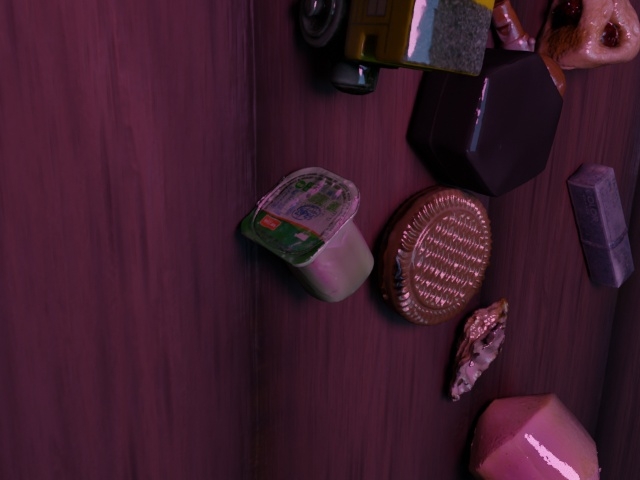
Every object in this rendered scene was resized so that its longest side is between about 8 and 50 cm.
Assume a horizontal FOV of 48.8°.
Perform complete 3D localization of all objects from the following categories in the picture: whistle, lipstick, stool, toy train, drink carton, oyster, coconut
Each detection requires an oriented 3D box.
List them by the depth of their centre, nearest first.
[{"bbox_3d":[0.115,-0.390,0.845,0.179,0.272,0.441,-1,106,-35],"label":"toy train"},{"bbox_3d":[0.000,0.000,0.987,0.144,0.146,0.142,-47,137,-15],"label":"drink carton"},{"bbox_3d":[0.263,-0.189,1.118,0.232,0.141,0.232,-14,113,-35],"label":"stool"},{"bbox_3d":[0.340,-0.299,1.176,0.057,0.107,0.220,-45,113,-27],"label":"whistle"},{"bbox_3d":[0.286,0.212,1.335,0.133,0.072,0.209,-24,139,-37],"label":"oyster"},{"bbox_3d":[0.419,0.423,1.406,0.233,0.245,0.233,-34,160,-14],"label":"coconut"},{"bbox_3d":[0.588,-0.029,1.472,0.076,0.077,0.289,-42,126,-19],"label":"lipstick"}]

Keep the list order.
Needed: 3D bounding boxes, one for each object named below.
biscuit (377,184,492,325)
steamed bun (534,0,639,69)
[{"bbox_3d":[0.195,0.027,1.181,0.259,0.079,0.259,-14,115,-34],"label":"biscuit"},{"bbox_3d":[0.458,-0.380,1.209,0.172,0.141,0.155,-18,112,-29],"label":"steamed bun"}]
